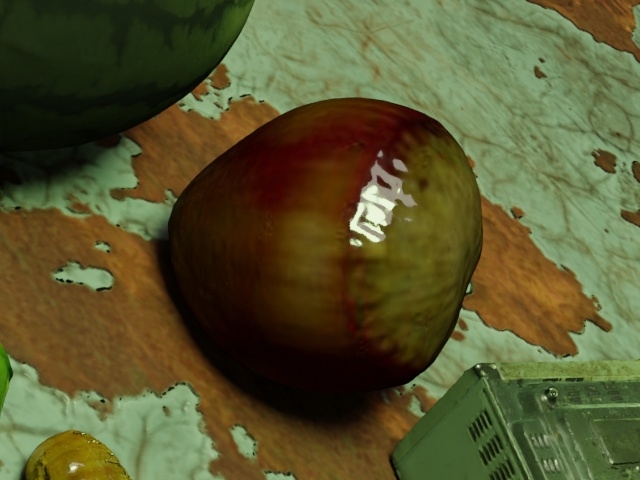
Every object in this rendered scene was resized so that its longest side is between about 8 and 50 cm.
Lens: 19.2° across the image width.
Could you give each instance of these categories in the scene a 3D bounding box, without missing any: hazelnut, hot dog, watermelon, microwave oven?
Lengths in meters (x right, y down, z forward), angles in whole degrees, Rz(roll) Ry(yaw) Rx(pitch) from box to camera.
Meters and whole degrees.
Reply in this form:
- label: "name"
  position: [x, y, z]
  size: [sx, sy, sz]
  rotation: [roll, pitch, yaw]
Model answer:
- label: "hazelnut"
  position: [0.000, 0.000, 1.227]
  size: [0.208, 0.208, 0.208]
  rotation: [21, 41, -20]
- label: "hot dog"
  position: [-0.096, 0.195, 1.052]
  size: [0.066, 0.047, 0.215]
  rotation: [-3, 54, -43]
- label: "watermelon"
  position: [-0.205, -0.193, 1.170]
  size: [0.359, 0.279, 0.279]
  rotation: [3, 50, -34]
- label: "microwave oven"
  position: [0.178, 0.163, 1.232]
  size: [0.205, 0.129, 0.163]
  rotation: [1, 50, -36]

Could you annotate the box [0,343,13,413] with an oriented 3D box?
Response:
- label: "box"
  position: [-0.223, 0.194, 0.886]
  size: [0.097, 0.134, 0.345]
  rotation: [21, 41, -14]
